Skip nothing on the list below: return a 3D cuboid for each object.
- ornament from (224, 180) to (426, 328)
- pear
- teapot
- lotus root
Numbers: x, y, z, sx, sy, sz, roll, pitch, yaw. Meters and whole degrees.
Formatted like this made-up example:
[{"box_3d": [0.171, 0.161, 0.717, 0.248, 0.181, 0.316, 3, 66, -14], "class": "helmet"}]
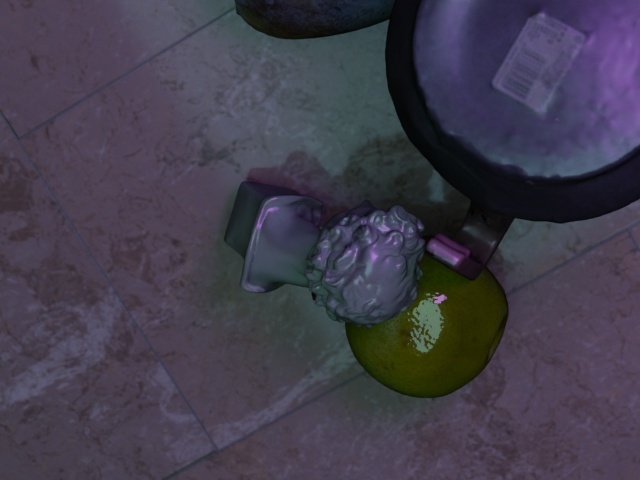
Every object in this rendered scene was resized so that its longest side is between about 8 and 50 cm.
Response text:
[{"box_3d": [-0.008, 0.013, 1.634, 0.120, 0.285, 0.130, 1, 97, -40], "class": "ornament"}, {"box_3d": [0.095, 0.074, 1.700, 0.216, 0.166, 0.180, 22, 120, 21], "class": "pear"}, {"box_3d": [0.218, -0.131, 1.508, 0.305, 0.362, 0.376, 31, 94, 13], "class": "teapot"}, {"box_3d": [0.059, -0.304, 1.606, 0.322, 0.140, 0.158, -13, 102, 6], "class": "lotus root"}]
